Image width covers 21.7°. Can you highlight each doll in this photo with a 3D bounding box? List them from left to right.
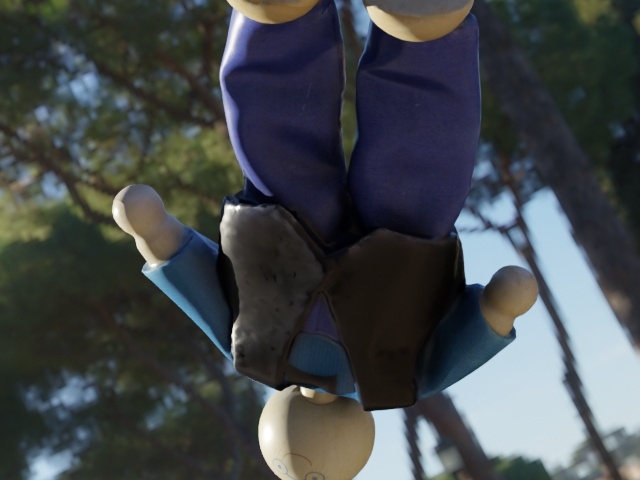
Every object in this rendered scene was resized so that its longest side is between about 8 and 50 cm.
[{"bbox_3d":[0.000,0.000,0.485,0.129,0.046,0.189,8,-49,8],"label":"doll"}]
